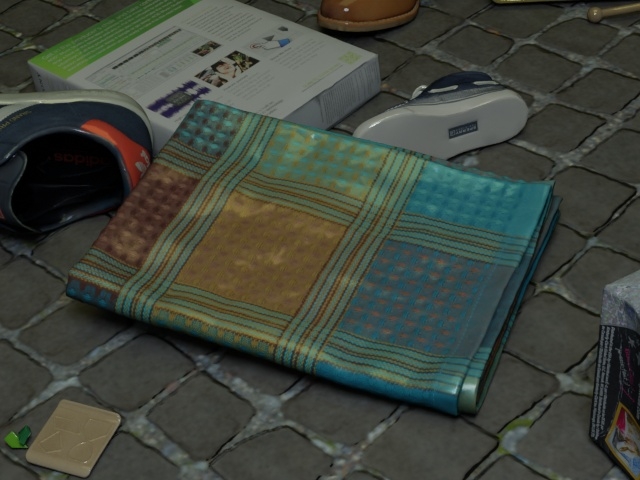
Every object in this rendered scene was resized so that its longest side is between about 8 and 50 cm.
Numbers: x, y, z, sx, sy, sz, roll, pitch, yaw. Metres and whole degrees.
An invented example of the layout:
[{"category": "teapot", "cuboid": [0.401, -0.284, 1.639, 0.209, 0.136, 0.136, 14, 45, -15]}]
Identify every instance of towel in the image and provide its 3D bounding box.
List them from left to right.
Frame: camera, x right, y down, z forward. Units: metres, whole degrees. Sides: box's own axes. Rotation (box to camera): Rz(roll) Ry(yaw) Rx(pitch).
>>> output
[{"category": "towel", "cuboid": [0.000, 0.000, 1.106, 0.370, 0.040, 0.271, 16, 49, 16]}]

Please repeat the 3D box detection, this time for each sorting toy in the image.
[{"category": "sorting toy", "cuboid": [-0.208, 0.156, 1.010, 0.083, 0.012, 0.062, 12, 47, 16]}]

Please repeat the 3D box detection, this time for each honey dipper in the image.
[{"category": "honey dipper", "cuboid": [0.383, -0.268, 1.435, 0.161, 0.030, 0.030, -11, 39, -1]}]

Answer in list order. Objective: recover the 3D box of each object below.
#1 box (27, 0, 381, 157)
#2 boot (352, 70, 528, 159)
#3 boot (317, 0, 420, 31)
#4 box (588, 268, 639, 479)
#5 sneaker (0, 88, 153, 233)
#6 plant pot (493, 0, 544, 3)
[{"category": "box", "cuboid": [-0.129, -0.178, 1.377, 0.322, 0.058, 0.232, 28, 50, 34]}, {"category": "boot", "cuboid": [0.107, -0.122, 1.273, 0.190, 0.069, 0.086, -12, 31, -19]}, {"category": "boot", "cuboid": [0.093, -0.380, 1.459, 0.283, 0.220, 0.109, -33, 46, -29]}, {"category": "box", "cuboid": [0.337, 0.080, 0.903, 0.247, 0.163, 0.142, -23, 43, -21]}, {"category": "sneaker", "cuboid": [-0.333, -0.063, 1.202, 0.350, 0.131, 0.148, -10, 35, -4]}, {"category": "plant pot", "cuboid": [0.304, -0.413, 1.501, 0.212, 0.212, 0.187, -1, 26, 7]}]
